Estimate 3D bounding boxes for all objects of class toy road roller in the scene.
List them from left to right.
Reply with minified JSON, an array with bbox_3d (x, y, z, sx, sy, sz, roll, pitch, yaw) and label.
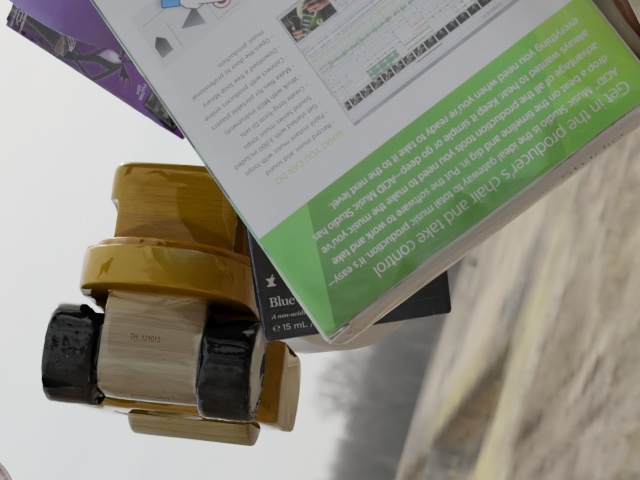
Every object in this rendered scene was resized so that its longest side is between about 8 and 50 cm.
[{"bbox_3d":[-0.128,0.062,1.553,0.329,0.203,0.240,67,-151,-75],"label":"toy road roller"}]

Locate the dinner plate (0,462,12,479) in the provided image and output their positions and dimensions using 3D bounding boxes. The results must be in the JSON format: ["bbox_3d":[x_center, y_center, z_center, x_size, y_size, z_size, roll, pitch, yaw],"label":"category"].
[{"bbox_3d":[-0.340,0.228,1.396,0.141,0.141,0.017,-69,-7,-54],"label":"dinner plate"}]

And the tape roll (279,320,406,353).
[{"bbox_3d":[0.000,0.000,2.008,0.100,0.286,0.286,-11,58,59],"label":"tape roll"}]

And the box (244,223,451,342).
[{"bbox_3d":[0.016,-0.015,1.288,0.093,0.156,0.158,-107,8,-70],"label":"box"}]

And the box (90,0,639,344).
[{"bbox_3d":[0.010,-0.134,0.921,0.232,0.322,0.058,-37,-15,9],"label":"box"}]

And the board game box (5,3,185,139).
[{"bbox_3d":[-0.144,-0.262,1.407,0.347,0.208,0.056,-58,4,46],"label":"board game box"}]

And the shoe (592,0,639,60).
[{"bbox_3d":[0.241,-0.215,1.300,0.058,0.219,0.076,-37,2,-24],"label":"shoe"}]

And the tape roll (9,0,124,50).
[{"bbox_3d":[-0.155,-0.230,1.131,0.080,0.189,0.189,-50,12,38],"label":"tape roll"}]
